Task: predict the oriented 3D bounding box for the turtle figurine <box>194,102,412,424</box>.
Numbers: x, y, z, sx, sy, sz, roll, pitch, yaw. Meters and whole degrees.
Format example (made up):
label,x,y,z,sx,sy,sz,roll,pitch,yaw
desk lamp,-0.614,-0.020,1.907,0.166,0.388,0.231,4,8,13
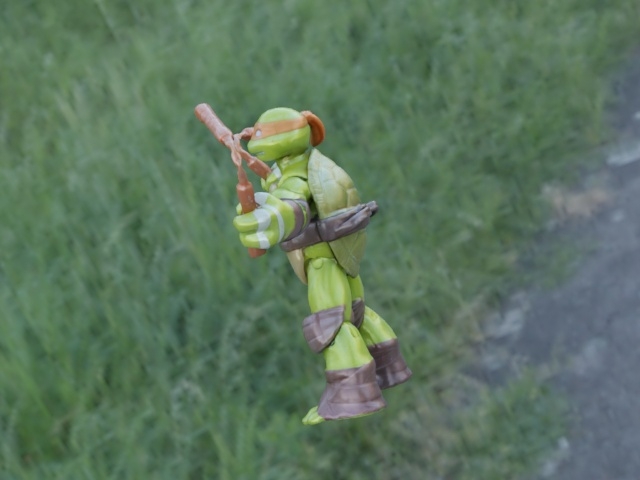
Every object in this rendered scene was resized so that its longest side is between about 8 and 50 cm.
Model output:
label,x,y,z,sx,sy,sz,roll,pitch,yaw
turtle figurine,0.000,0.000,0.987,0.087,0.217,0.269,-17,6,4
